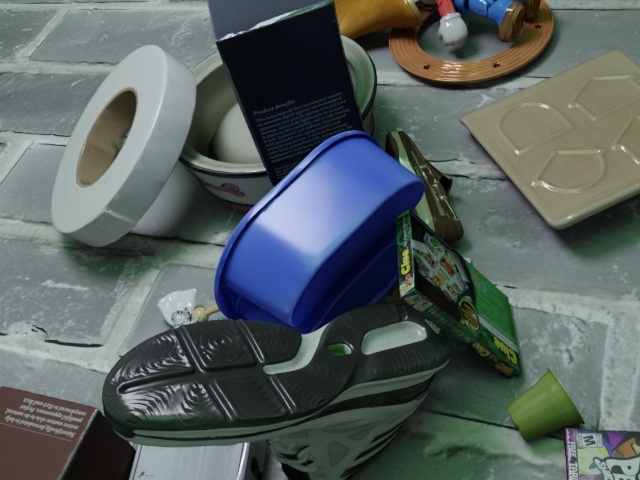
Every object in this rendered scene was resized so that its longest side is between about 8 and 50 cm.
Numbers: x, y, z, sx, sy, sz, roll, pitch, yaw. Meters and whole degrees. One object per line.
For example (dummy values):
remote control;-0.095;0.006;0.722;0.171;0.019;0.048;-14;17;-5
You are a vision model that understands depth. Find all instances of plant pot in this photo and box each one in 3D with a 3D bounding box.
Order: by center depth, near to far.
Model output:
plant pot;0.292;0.225;1.016;0.079;0.083;0.083;-31;48;5

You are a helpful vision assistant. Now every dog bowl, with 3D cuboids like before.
dog bowl;-0.082;-0.221;1.454;0.407;0.150;0.408;-8;48;10

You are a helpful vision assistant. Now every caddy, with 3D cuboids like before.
caddy;0.000;0.000;1.099;0.179;0.241;0.341;36;70;28

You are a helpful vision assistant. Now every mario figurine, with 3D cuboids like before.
mario figurine;0.285;-0.504;1.590;0.320;0.170;0.198;32;29;24

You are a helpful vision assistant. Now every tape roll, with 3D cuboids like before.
tape roll;-0.372;-0.176;1.425;0.392;0.072;0.392;-28;48;37

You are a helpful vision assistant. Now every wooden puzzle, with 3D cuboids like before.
wooden puzzle;0.454;-0.169;1.302;0.322;0.081;0.348;-24;43;-4

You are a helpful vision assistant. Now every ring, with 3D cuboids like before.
ring;0.311;-0.430;1.593;0.336;0.032;0.337;-9;48;10

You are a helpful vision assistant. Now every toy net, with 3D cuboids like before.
toy net;-0.173;0.148;1.240;0.232;0.045;0.122;13;57;28

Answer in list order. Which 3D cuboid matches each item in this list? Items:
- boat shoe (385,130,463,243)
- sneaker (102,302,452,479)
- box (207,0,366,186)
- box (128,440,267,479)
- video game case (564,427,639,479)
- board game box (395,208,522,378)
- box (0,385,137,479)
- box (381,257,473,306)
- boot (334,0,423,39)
boat shoe;0.178;-0.089;1.313;0.095;0.095;0.258;-7;54;-7
sneaker;-0.051;0.235;0.948;0.447;0.258;0.169;-4;35;-31
box;-0.060;-0.304;1.221;0.182;0.294;0.296;-17;47;1
box;-0.170;0.341;1.042;0.169;0.087;0.290;-5;50;13
video game case;0.402;0.338;0.903;0.210;0.042;0.232;0;51;15
board game box;0.192;0.078;1.054;0.030;0.259;0.136;-30;40;29
box;-0.359;0.329;1.032;0.168;0.203;0.167;7;53;21
box;0.080;0.057;1.224;0.323;0.063;0.067;5;53;21
boot;0.074;-0.451;1.617;0.211;0.104;0.295;-36;30;-2
